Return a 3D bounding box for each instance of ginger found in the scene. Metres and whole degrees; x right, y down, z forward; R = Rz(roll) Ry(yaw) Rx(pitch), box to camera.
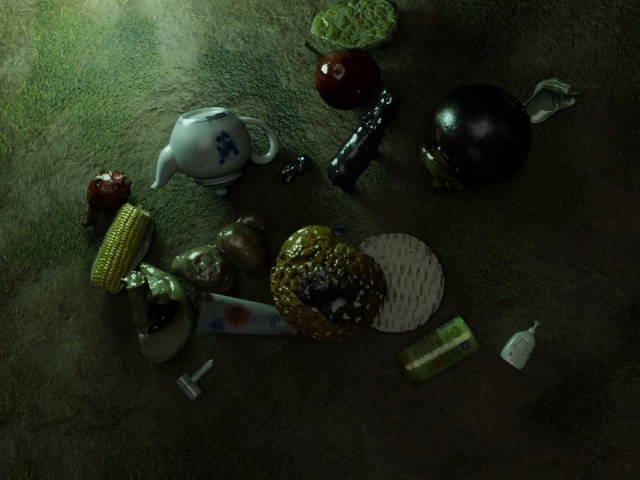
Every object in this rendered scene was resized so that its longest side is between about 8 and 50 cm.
[{"bbox_3d":[-0.287,0.068,1.861,0.256,0.176,0.375,41,88,-7],"label":"ginger"}]

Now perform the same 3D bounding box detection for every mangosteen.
[{"bbox_3d":[0.434,-0.280,1.739,0.347,0.307,0.307,-41,79,18],"label":"mangosteen"}]

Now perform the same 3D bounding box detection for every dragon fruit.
[{"bbox_3d":[-0.717,-0.132,1.973,0.246,0.125,0.125,-53,49,19],"label":"dragon fruit"}]

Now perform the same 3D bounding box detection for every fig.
[{"bbox_3d":[0.065,-0.524,1.895,0.203,0.186,0.249,-20,38,-14],"label":"fig"}]

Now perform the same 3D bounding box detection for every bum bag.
[{"bbox_3d":[-0.080,-0.228,1.930,0.124,0.034,0.058,-36,70,2],"label":"bum bag"}]

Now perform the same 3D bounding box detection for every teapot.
[{"bbox_3d":[-0.334,-0.264,1.880,0.423,0.252,0.280,-18,116,-17],"label":"teapot"}]

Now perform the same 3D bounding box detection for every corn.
[{"bbox_3d":[-0.641,0.021,1.943,0.123,0.122,0.305,19,83,36],"label":"corn"}]

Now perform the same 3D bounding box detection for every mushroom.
[{"bbox_3d":[-0.481,0.191,1.838,0.211,0.217,0.292,-14,118,3],"label":"mushroom"}]

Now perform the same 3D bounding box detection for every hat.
[{"bbox_3d":[0.694,-0.430,1.838,0.166,0.081,0.122,-42,119,16],"label":"hat"}]

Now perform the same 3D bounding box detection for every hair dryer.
[{"bbox_3d":[-0.377,0.428,1.887,0.137,0.047,0.082,-44,80,-7],"label":"hair dryer"}]

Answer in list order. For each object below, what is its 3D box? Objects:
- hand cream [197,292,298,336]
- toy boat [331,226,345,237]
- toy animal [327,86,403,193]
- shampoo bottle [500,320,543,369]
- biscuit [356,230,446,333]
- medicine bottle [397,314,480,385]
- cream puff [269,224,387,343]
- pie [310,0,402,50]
[{"bbox_3d":[-0.193,0.237,1.814,0.340,0.078,0.124,9,101,-16],"label":"hand cream"},{"bbox_3d":[0.000,0.000,1.874,0.175,0.091,0.110,-33,52,-1],"label":"toy boat"},{"bbox_3d":[0.138,-0.306,1.838,0.106,0.168,0.343,36,104,12],"label":"toy animal"},{"bbox_3d":[0.596,0.298,1.764,0.077,0.045,0.152,33,90,12],"label":"shampoo bottle"},{"bbox_3d":[0.225,0.128,1.840,0.317,0.040,0.318,-1,84,9],"label":"biscuit"},{"bbox_3d":[0.339,0.327,1.761,0.238,0.124,0.124,-32,80,4],"label":"medicine bottle"},{"bbox_3d":[0.019,0.125,1.716,0.327,0.231,0.343,-17,97,4],"label":"cream puff"},{"bbox_3d":[0.113,-0.679,1.890,0.274,0.105,0.257,6,52,9],"label":"pie"}]
